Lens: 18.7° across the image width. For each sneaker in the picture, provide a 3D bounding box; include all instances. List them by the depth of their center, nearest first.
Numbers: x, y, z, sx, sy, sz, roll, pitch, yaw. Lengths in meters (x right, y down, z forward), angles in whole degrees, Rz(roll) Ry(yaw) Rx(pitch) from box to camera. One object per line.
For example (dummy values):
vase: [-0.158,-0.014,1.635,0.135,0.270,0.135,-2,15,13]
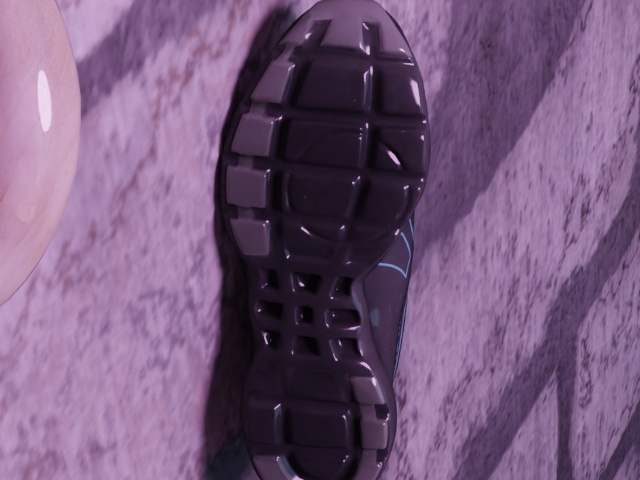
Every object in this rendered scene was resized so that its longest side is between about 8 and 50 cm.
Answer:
sneaker: [0.000,0.000,0.993,0.106,0.101,0.267,-77,174,-67]

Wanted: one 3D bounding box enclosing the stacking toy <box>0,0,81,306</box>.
stacking toy: [-0.202,-0.021,0.434,0.330,0.141,0.141,-14,118,-60]
